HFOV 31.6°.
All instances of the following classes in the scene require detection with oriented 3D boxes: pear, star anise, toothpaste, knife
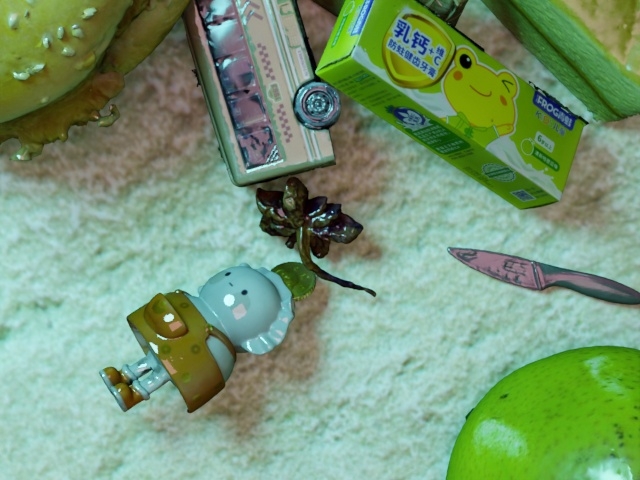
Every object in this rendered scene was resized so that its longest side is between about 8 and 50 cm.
[{"bbox_3d":[0.299,0.261,1.232,0.342,0.318,0.239,-33,96,-4],"label":"pear"},{"bbox_3d":[0.000,0.000,1.327,0.190,0.070,0.097,35,129,-19],"label":"star anise"},{"bbox_3d":[0.153,-0.158,1.267,0.327,0.077,0.110,30,70,-25],"label":"toothpaste"},{"bbox_3d":[0.272,0.045,1.374,0.247,0.018,0.035,13,93,0],"label":"knife"}]

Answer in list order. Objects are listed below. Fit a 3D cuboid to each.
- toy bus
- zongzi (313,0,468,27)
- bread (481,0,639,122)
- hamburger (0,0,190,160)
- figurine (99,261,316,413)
[{"bbox_3d":[-0.074,-0.211,1.296,0.157,0.139,0.290,-16,94,2],"label":"toy bus"},{"bbox_3d":[0.079,-0.287,1.294,0.176,0.160,0.078,27,63,-1],"label":"zongzi"},{"bbox_3d":[0.207,-0.295,1.266,0.361,0.233,0.245,13,92,1],"label":"bread"},{"bbox_3d":[-0.364,-0.228,1.192,0.445,0.268,0.287,9,103,16],"label":"hamburger"},{"bbox_3d":[-0.124,0.107,1.307,0.271,0.143,0.143,-21,91,-27],"label":"figurine"}]
